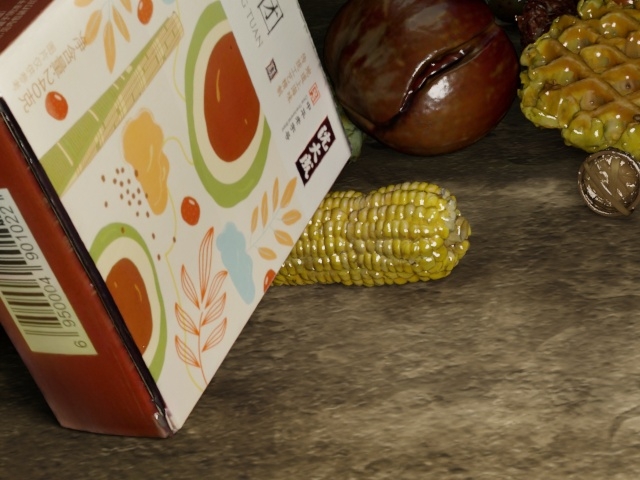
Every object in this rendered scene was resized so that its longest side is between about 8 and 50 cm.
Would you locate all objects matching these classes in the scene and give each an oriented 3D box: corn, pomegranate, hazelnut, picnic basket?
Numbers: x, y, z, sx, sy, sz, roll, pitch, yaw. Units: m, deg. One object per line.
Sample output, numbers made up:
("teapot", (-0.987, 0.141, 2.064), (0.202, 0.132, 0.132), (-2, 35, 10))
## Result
("corn", (0.000, 0.000, 1.425), (0.291, 0.101, 0.101), (-5, 20, 22))
("pomegranate", (0.301, -0.399, 2.296), (0.114, 0.142, 0.114), (-20, -2, -1))
("hazelnut", (0.115, -0.195, 1.750), (0.218, 0.218, 0.234), (-18, 44, -21))
("picnic basket", (0.283, -0.055, 1.472), (0.072, 0.072, 0.083), (-3, 10, 18))

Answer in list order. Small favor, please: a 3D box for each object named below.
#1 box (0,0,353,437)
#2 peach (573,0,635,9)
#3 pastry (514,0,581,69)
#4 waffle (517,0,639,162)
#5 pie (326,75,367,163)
("box", (-0.146, -0.095, 1.243), (0.122, 0.345, 0.385), (0, 39, 30))
("peach", (0.441, -0.330, 1.888), (0.245, 0.249, 0.274), (1, 18, 21))
("pastry", (0.314, -0.271, 2.001), (0.115, 0.097, 0.208), (6, 24, 8))
("waffle", (0.379, -0.178, 1.654), (0.324, 0.068, 0.302), (10, 40, 16))
("pie", (-0.079, -0.124, 1.782), (0.274, 0.106, 0.257), (-22, 33, -29))
